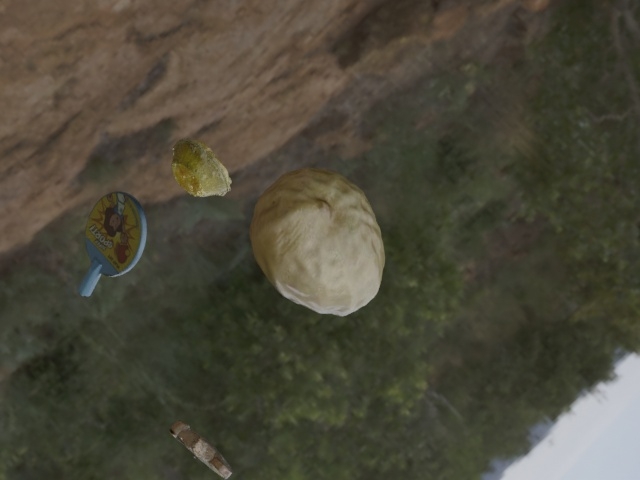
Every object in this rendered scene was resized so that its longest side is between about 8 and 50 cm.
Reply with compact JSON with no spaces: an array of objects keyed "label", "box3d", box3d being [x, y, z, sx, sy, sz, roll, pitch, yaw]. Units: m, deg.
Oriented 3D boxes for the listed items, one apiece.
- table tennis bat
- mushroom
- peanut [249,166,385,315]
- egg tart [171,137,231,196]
[{"label":"table tennis bat","box3d":[-0.273,0.007,1.337,0.019,0.100,0.155,-4,134,-56]},{"label":"mushroom","box3d":[-0.109,0.193,0.960,0.019,0.101,0.049,-50,127,-11]},{"label":"peanut","box3d":[0.000,0.000,1.019,0.109,0.140,0.159,-29,150,21]},{"label":"egg tart","box3d":[-0.165,-0.091,1.388,0.039,0.105,0.105,-44,168,-28]}]
